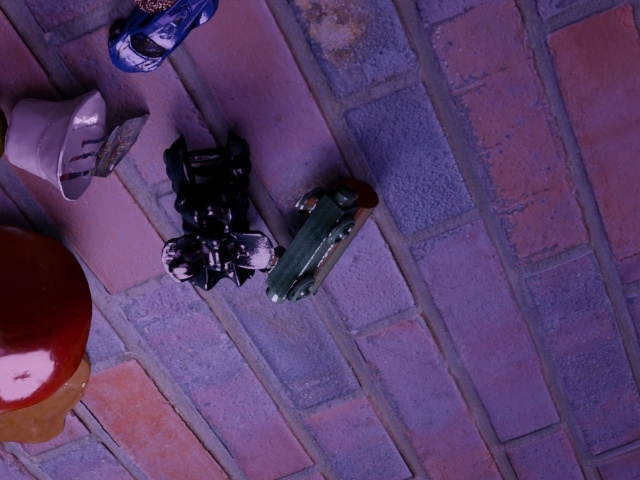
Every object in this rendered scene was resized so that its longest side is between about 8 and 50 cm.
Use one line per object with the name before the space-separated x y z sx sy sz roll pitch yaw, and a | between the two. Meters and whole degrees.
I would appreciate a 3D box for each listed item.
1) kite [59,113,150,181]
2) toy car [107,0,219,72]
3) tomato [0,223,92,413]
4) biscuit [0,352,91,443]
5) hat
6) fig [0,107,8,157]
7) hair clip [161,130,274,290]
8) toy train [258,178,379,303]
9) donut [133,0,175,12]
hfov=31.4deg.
kite | -0.363 -0.147 1.898 0.015 0.245 0.141 35 108 5
toy car | -0.258 -0.346 1.834 0.216 0.063 0.103 -40 127 22
tomato | -0.577 0.143 2.040 0.325 0.290 0.293 -2 132 -30
biscuit | -0.673 0.286 2.305 0.385 0.062 0.365 15 127 -22
hat | -0.446 -0.170 1.891 0.126 0.203 0.203 14 129 4
fig | -0.592 -0.165 1.889 0.142 0.148 0.186 2 164 -14
hair clip | -0.183 -0.033 2.025 0.194 0.206 0.310 -6 133 -1
toy train | 0.000 0.000 2.144 0.177 0.116 0.285 -21 149 -55
donut | -0.199 -0.433 1.726 0.217 0.141 0.085 -17 142 4
